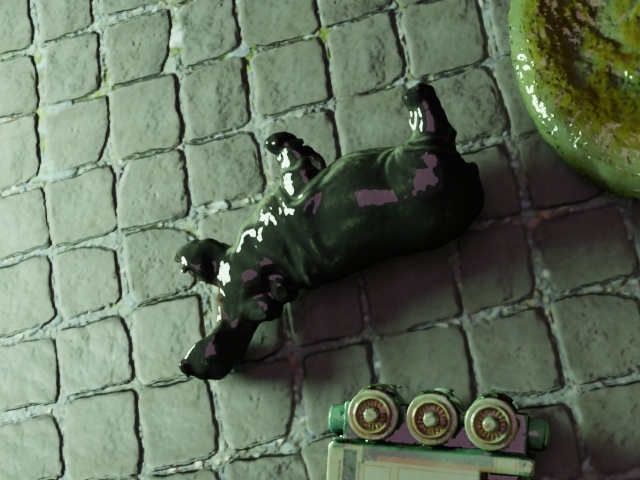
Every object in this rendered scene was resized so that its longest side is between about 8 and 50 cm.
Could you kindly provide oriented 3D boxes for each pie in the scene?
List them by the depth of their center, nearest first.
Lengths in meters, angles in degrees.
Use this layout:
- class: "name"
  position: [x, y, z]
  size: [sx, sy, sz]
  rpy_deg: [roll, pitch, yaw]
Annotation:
- class: "pie"
  position: [0.321, -0.195, 0.953]
  size: [0.323, 0.070, 0.323]
  rpy_deg: [-6, 70, 18]

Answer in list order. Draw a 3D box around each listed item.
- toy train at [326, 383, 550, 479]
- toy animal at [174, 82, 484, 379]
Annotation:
- class: "toy train"
  position: [0.100, 0.190, 0.909]
  size: [0.194, 0.081, 0.125]
  rpy_deg: [3, 86, 15]
- class: "toy animal"
  position: [-0.012, -0.011, 0.984]
  size: [0.343, 0.106, 0.168]
  rpy_deg: [-33, 75, 13]
